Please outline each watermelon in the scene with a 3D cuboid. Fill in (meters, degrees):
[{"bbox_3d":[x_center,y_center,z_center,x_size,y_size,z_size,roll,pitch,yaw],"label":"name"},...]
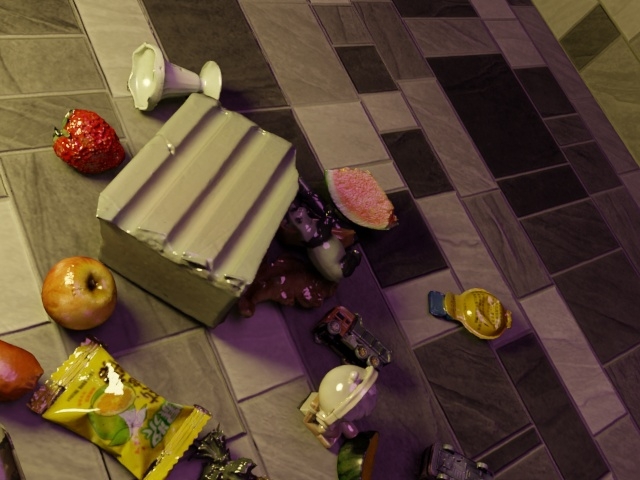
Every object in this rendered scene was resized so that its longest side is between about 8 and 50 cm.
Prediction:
[{"bbox_3d":[0.093,0.483,1.424,0.092,0.075,0.182,35,49,-13],"label":"watermelon"},{"bbox_3d":[0.087,-0.106,1.748,0.128,0.146,0.231,-36,99,-10],"label":"watermelon"}]

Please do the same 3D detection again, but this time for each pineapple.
[{"bbox_3d":[-0.156,0.475,1.269,0.251,0.125,0.125,46,50,7],"label":"pineapple"}]

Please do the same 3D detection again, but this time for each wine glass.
[{"bbox_3d":[-0.360,-0.399,1.626,0.196,0.165,0.165,-4,65,-38],"label":"wine glass"}]

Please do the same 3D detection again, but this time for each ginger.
[{"bbox_3d":[-0.071,0.092,1.559,0.332,0.080,0.166,-9,57,-32],"label":"ginger"}]

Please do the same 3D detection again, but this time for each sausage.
[{"bbox_3d":[-0.663,0.185,1.143,0.348,0.094,0.097,28,39,-12],"label":"sausage"}]

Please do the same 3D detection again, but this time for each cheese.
[{"bbox_3d":[0.410,0.191,1.792,0.249,0.064,0.157,15,55,-11],"label":"cheese"}]

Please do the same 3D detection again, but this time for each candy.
[{"bbox_3d":[-0.376,0.322,1.243,0.297,0.081,0.187,32,50,4],"label":"candy"}]

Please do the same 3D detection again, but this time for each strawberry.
[{"bbox_3d":[-0.513,-0.213,1.447,0.148,0.131,0.131,39,50,-7],"label":"strawberry"}]

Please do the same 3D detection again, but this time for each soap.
[{"bbox_3d":[-0.247,-0.078,1.440,0.350,0.213,0.435,26,52,0],"label":"soap"}]

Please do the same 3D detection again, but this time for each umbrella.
[{"bbox_3d":[0.010,-0.070,1.714,0.236,0.059,0.066,50,27,6],"label":"umbrella"}]

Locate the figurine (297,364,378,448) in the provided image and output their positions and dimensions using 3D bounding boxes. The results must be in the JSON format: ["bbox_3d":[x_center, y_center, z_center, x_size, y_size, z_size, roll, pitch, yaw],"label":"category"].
[{"bbox_3d":[0.052,0.345,1.385,0.141,0.237,0.162,41,47,7],"label":"figurine"}]

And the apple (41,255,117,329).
[{"bbox_3d":[-0.476,0.105,1.284,0.146,0.146,0.147,14,57,-23],"label":"apple"}]

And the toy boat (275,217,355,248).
[{"bbox_3d":[-0.012,-0.019,1.641,0.200,0.057,0.077,7,33,-6],"label":"toy boat"}]

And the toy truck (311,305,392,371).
[{"bbox_3d":[0.077,0.242,1.553,0.192,0.083,0.092,42,50,-4],"label":"toy truck"}]

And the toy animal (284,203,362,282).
[{"bbox_3d":[0.000,0.000,1.527,0.225,0.093,0.121,57,34,-21],"label":"toy animal"}]

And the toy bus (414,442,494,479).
[{"bbox_3d":[0.307,0.543,1.505,0.178,0.098,0.087,32,53,-15],"label":"toy bus"}]

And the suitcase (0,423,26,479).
[{"bbox_3d":[-0.597,0.469,0.954,0.351,0.194,0.339,-19,80,-36],"label":"suitcase"}]
